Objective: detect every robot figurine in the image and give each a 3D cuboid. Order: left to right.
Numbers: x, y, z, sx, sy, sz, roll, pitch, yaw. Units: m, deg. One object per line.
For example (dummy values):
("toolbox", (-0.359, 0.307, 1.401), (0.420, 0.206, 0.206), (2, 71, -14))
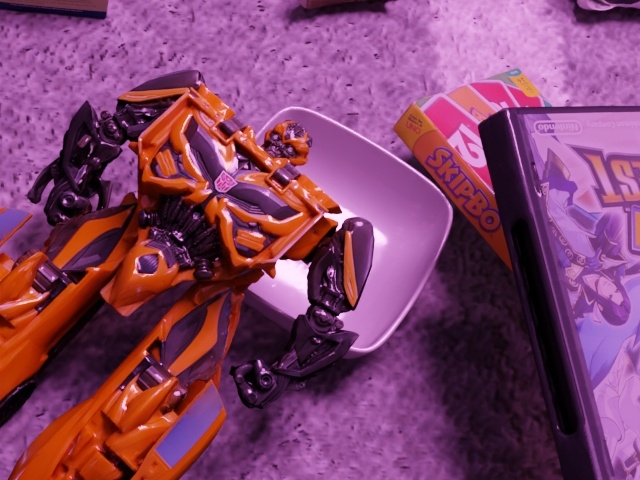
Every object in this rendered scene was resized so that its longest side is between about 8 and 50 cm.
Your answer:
("robot figurine", (-0.106, 0.038, 0.696), (0.211, 0.085, 0.291), (41, 82, 7))

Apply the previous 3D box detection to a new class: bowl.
("bowl", (0.000, 0.000, 0.798), (0.142, 0.053, 0.142), (31, 61, 3))

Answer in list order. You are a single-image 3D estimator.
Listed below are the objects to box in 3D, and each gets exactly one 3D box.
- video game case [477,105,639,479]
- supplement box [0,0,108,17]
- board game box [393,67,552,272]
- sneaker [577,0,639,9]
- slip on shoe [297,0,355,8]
("video game case", (0.237, 0.038, 0.756), (0.274, 0.035, 0.248), (-4, 75, -32))
("supplement box", (-0.179, -0.198, 0.832), (0.083, 0.083, 0.056), (3, 64, -13))
("board game box", (0.170, 0.000, 0.819), (0.124, 0.039, 0.259), (-23, 71, -44))
("sneaker", (0.220, -0.281, 0.942), (0.153, 0.094, 0.235), (-16, 109, -12))
("slip on shoe", (0.044, -0.193, 0.910), (0.135, 0.051, 0.041), (-26, 70, -33))
